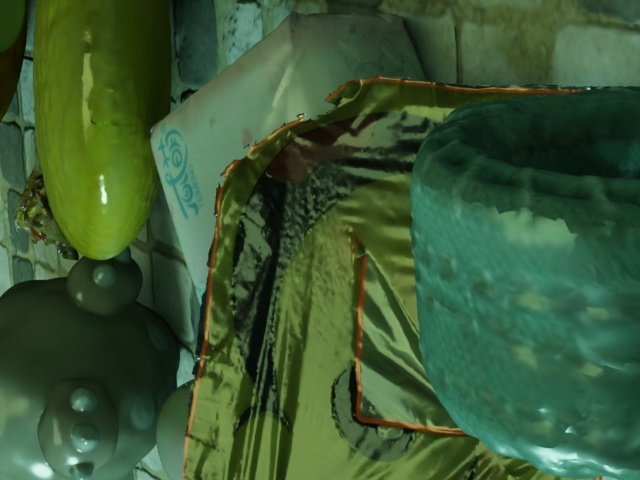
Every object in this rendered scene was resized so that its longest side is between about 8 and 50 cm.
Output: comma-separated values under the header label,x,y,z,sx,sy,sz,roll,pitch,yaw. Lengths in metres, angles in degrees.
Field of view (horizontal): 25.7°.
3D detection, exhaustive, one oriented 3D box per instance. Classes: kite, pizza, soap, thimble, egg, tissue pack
label,x,y,z,sx,sy,sz,roll,pitch,yaw
kite,0.062,0.054,0.823,0.377,0.013,0.327,-38,70,18
pizza,-0.306,-0.049,1.543,0.195,0.052,0.185,-42,60,55
soap,-0.183,-0.137,1.174,0.427,0.115,0.306,177,97,-79
thimble,0.147,0.013,0.666,0.235,0.198,0.143,14,117,37
egg,-0.084,0.175,1.195,0.135,0.103,0.103,49,138,39
tissue pack,0.006,0.006,0.950,0.201,0.124,0.271,-31,71,38

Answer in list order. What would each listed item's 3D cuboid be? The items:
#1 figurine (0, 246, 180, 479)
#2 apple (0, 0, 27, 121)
label,x,y,z,sx,sy,sz,roll,pitch,yaw
figurine,-0.269,0.172,1.389,0.380,0.203,0.248,127,157,-51
apple,-0.486,-0.245,1.478,0.374,0.374,0.384,59,160,30
